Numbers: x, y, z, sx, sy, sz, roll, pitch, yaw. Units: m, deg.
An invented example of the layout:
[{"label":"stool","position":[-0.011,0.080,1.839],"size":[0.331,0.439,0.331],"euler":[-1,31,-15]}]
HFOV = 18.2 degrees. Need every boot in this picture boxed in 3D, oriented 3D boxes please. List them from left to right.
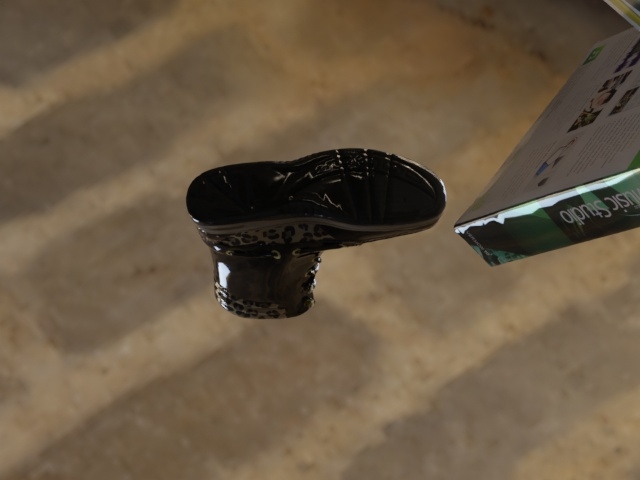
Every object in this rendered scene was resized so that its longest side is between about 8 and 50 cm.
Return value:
[{"label":"boot","position":[-0.001,-0.001,1.874],"size":[0.236,0.085,0.178],"euler":[-2,147,1]}]

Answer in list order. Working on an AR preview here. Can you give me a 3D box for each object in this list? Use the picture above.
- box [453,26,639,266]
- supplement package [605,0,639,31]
[{"label":"box","position":[0.261,-0.098,1.553],"size":[0.232,0.058,0.322],"euler":[-51,-167,-24]},{"label":"supplement package","position":[0.215,-0.261,1.244],"size":[0.198,0.263,0.199],"euler":[-50,-173,2]}]
